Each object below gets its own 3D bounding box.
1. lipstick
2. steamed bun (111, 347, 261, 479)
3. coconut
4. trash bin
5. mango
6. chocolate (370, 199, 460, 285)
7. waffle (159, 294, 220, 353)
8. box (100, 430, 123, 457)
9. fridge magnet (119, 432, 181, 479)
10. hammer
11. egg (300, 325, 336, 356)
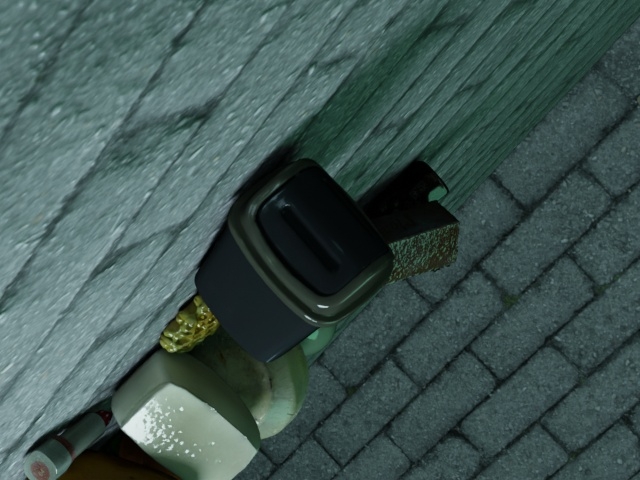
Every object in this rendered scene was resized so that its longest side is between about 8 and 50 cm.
[{"bbox_3d":[-0.383,0.310,1.839,0.063,0.057,0.186,-50,175,31],"label":"lipstick"},{"bbox_3d":[-0.220,0.283,1.926,0.146,0.241,0.164,-42,-153,9],"label":"steamed bun"},{"bbox_3d":[-0.136,0.246,2.120,0.227,0.227,0.230,-45,176,9],"label":"coconut"},{"bbox_3d":[-0.038,0.030,1.576,0.182,0.209,0.290,-39,176,-35],"label":"trash bin"},{"bbox_3d":[-0.336,0.422,1.869,0.201,0.287,0.153,36,68,-73],"label":"mango"},{"bbox_3d":[0.117,0.018,2.246,0.321,0.112,0.112,-17,136,-27],"label":"chocolate"},{"bbox_3d":[-0.178,0.113,1.848,0.192,0.046,0.160,-49,168,30],"label":"waffle"},{"bbox_3d":[-0.340,0.414,2.363,0.250,0.103,0.180,-37,169,-39],"label":"box"},{"bbox_3d":[-0.250,0.436,2.132,0.155,0.364,0.363,-19,174,8],"label":"fridge magnet"},{"bbox_3d":[0.160,-0.056,2.527,0.242,0.095,0.409,-44,177,5],"label":"hammer"},{"bbox_3d":[-0.042,0.153,2.313,0.149,0.149,0.192,-44,169,0],"label":"egg"}]
